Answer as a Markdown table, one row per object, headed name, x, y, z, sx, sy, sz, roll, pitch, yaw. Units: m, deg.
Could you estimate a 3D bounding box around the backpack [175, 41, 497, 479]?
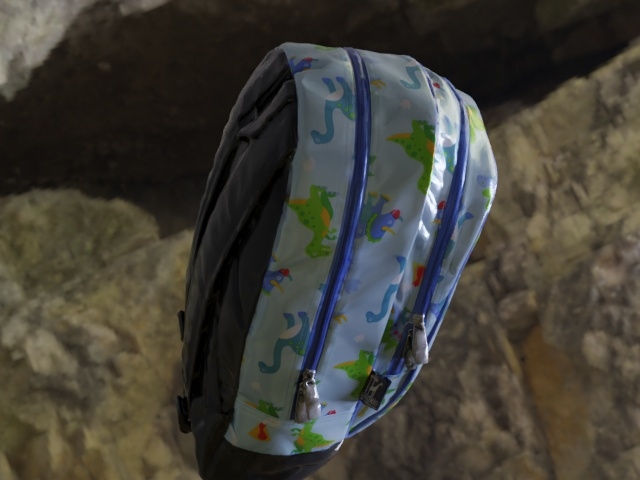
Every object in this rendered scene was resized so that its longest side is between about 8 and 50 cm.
| name | x | y | z | sx | sy | sz | roll | pitch | yaw |
| --- | --- | --- | --- | --- | --- | --- | --- | --- | --- |
| backpack | 0.000 | 0.000 | 1.025 | 0.273 | 0.290 | 0.356 | -1 | 127 | -2 |
